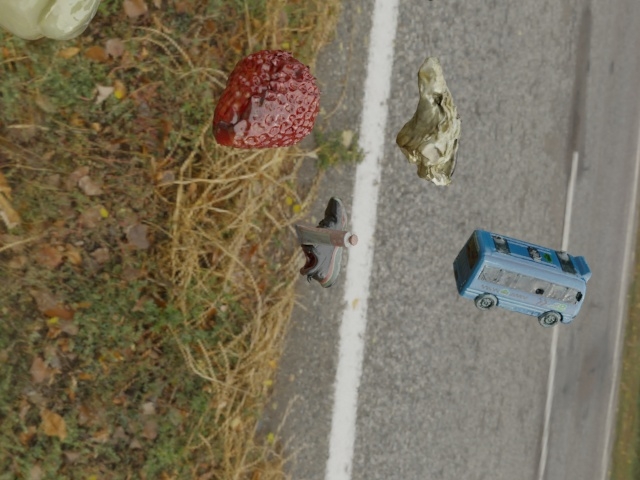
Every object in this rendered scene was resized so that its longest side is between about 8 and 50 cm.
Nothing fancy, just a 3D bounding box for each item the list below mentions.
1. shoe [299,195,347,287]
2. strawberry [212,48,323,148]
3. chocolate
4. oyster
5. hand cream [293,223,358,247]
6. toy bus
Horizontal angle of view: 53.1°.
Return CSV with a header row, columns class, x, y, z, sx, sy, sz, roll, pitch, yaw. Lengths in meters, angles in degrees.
class,x,y,z,sx,sy,sz,roll,pitch,yaw
shoe,0.000,0.000,2.021,0.137,0.114,0.291,11,90,-23
strawberry,-0.117,-0.260,1.253,0.244,0.205,0.205,-45,129,-42
chocolate,-0.541,-0.554,1.208,0.297,0.326,0.314,29,32,-10
oyster,0.137,-0.152,0.833,0.163,0.081,0.191,-89,177,-54
hand cream,0.012,-0.010,1.802,0.043,0.209,0.067,-44,126,-40
toy bus,0.395,0.071,1.259,0.113,0.246,0.134,-85,-168,-53
